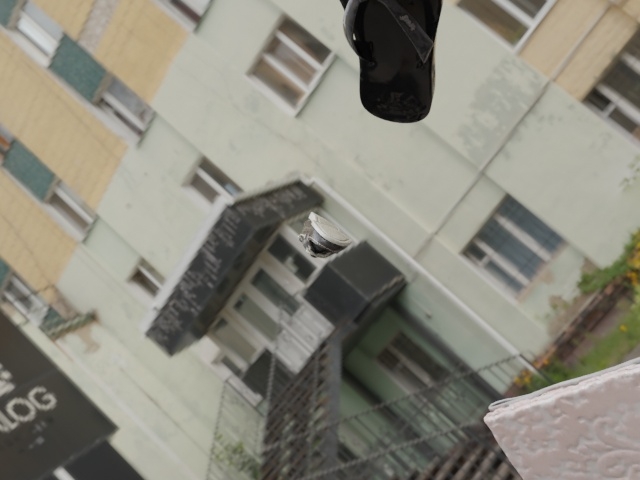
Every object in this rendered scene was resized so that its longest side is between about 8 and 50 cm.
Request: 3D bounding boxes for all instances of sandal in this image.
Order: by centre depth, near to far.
[{"bbox_3d":[0.063,-0.182,0.801,0.254,0.097,0.054,68,-146,-55],"label":"sandal"}]

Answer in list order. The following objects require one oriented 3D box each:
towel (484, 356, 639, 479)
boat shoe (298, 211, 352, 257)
[{"bbox_3d":[0.470,0.343,1.426,0.332,0.317,0.053,-28,14,38],"label":"towel"},{"bbox_3d":[0.000,0.000,0.930,0.038,0.046,0.125,-60,14,5],"label":"boat shoe"}]
